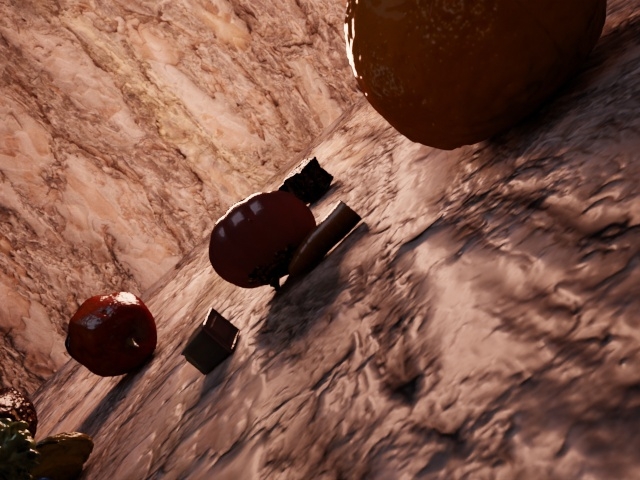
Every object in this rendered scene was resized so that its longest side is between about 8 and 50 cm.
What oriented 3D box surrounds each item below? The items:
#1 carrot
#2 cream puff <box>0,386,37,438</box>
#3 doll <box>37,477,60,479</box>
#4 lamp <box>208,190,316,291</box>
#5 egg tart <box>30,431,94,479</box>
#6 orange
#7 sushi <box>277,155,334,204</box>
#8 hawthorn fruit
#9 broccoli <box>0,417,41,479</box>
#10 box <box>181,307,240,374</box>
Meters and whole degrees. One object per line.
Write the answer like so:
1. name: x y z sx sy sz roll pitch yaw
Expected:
1. carrot: 0.000 0.000 1.197 0.139 0.048 0.048 -45 10 -7
2. cream puff: -0.824 0.487 1.990 0.239 0.165 0.239 -41 10 9
3. doll: -0.411 0.386 1.130 0.098 0.058 0.143 -39 5 22
4. lamp: -0.087 0.006 1.251 0.182 0.140 0.182 -30 -23 -14
5. egg tart: -0.409 0.343 1.212 0.130 0.052 0.130 -20 -31 -13
6. orange: 0.183 -0.292 1.005 0.340 0.293 0.340 -43 11 10
7. sushi: -0.029 -0.131 1.773 0.094 0.084 0.098 -24 25 51
8. hawthorn fruit: -0.438 0.203 1.681 0.189 0.189 0.251 -46 17 -20
9. broccoli: -0.429 0.332 0.904 0.235 0.259 0.288 -90 3 -60
10. box: -0.164 0.150 1.163 0.063 0.060 0.085 -45 10 11
